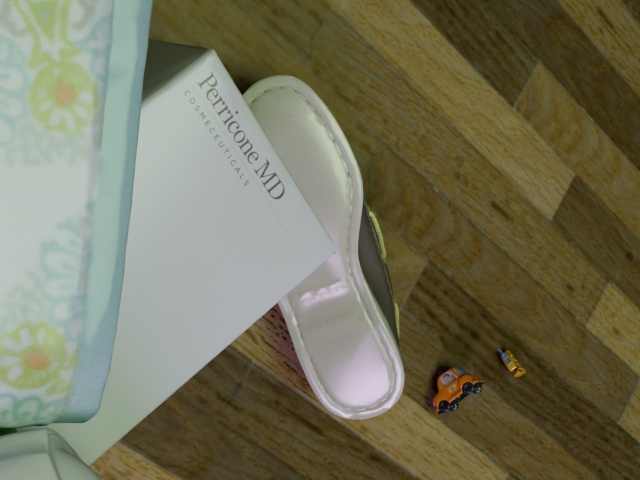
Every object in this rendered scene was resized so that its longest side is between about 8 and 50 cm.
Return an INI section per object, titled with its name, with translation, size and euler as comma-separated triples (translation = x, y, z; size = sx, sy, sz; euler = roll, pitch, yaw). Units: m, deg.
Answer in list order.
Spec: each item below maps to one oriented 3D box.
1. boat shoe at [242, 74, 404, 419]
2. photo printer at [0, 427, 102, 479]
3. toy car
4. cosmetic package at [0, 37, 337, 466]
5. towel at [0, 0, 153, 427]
[boat shoe]
translation = 0.000, 0.000, 1.172
size = 0.117, 0.096, 0.324
euler = -16, 108, 9
[photo printer]
translation = -0.208, 0.277, 0.834
size = 0.256, 0.107, 0.307
euler = -28, 116, -1
[toy car]
translation = 0.159, 0.146, 1.364
size = 0.122, 0.060, 0.040
euler = -9, 59, -52
[cosmetic package]
translation = -0.195, 0.036, 0.939
size = 0.365, 0.155, 0.197
euler = -41, 117, -15
[towel]
translation = -0.261, -0.077, 0.745
size = 0.320, 0.090, 0.374
euler = 5, 93, -29
